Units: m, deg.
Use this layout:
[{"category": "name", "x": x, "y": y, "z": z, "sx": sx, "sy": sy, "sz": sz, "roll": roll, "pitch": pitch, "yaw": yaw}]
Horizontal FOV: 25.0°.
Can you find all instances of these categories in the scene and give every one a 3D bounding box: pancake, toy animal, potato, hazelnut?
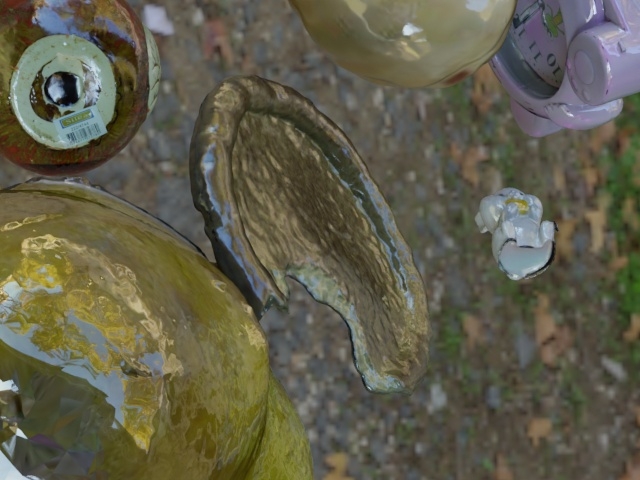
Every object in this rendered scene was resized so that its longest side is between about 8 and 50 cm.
[{"category": "pancake", "x": 0.000, "y": 0.000, "z": 1.110, "sx": 0.288, "sy": 0.033, "sz": 0.286, "roll": 60, "pitch": 24, "yaw": -8}, {"category": "toy animal", "x": 0.209, "y": -0.018, "z": 1.541, "sx": 0.124, "sy": 0.071, "sz": 0.085, "roll": -103, "pitch": 180, "yaw": -47}, {"category": "potato", "x": -0.147, "y": 0.149, "z": 0.908, "sx": 0.296, "sy": 0.290, "sz": 0.397, "roll": -136, "pitch": -157, "yaw": -74}, {"category": "hazelnut", "x": 0.087, "y": -0.268, "z": 1.429, "sx": 0.261, "sy": 0.241, "sz": 0.261, "roll": 49, "pitch": 13, "yaw": -15}]

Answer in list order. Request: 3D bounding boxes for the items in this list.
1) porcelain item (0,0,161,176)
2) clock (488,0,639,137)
[{"category": "porcelain item", "x": -0.320, "y": -0.209, "z": 1.765, "sx": 0.253, "sy": 0.253, "sz": 0.253, "roll": 20, "pitch": 67, "yaw": -61}, {"category": "clock", "x": 0.255, "y": -0.264, "z": 1.590, "sx": 0.322, "sy": 0.113, "sz": 0.295, "roll": 131, "pitch": -63, "yaw": -74}]
